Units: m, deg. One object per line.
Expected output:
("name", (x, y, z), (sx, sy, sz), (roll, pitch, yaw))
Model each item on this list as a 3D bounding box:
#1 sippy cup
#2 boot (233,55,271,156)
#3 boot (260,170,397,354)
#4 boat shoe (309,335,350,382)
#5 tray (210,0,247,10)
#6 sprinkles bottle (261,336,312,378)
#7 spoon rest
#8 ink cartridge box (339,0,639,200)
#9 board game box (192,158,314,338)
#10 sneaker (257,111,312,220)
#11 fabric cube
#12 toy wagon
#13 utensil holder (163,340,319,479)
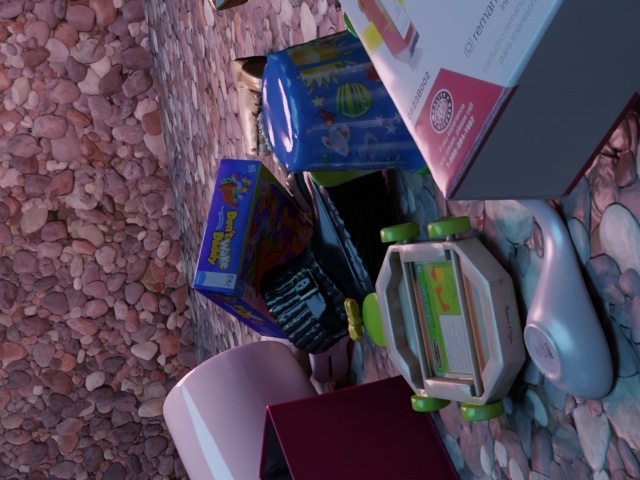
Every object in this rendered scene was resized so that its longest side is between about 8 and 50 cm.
("sippy cup", (0.042, -0.194, 1.404), (0.240, 0.224, 0.305), (-133, 36, -59))
("boot", (-0.118, -0.272, 2.086), (0.262, 0.095, 0.203), (-141, 43, -67))
("boot", (-0.003, 0.002, 1.666), (0.260, 0.131, 0.347), (-28, 75, 48))
("boat shoe", (0.007, 0.167, 1.963), (0.302, 0.109, 0.094), (95, 159, -50))
("tray", (-0.055, -0.505, 1.363), (0.411, 0.076, 0.202), (-28, 92, 44))
("sprinkles bottle", (-0.073, 0.159, 2.181), (0.121, 0.121, 0.355), (-121, 26, -48))
("spoon rest", (0.261, 0.054, 1.147), (0.276, 0.084, 0.137), (65, 165, -3))
("ink cartridge box", (0.163, -0.269, 0.997), (0.279, 0.160, 0.384), (114, 144, -44))
("board game box", (-0.106, 0.026, 1.817), (0.347, 0.078, 0.233), (47, -129, -65))
("sneaker", (-0.015, -0.131, 1.831), (0.275, 0.110, 0.107), (62, -172, -5))
("fabric cube", (0.059, 0.415, 1.695), (0.259, 0.258, 0.254), (99, 153, -49))
("toy wagon", (0.149, 0.106, 1.413), (0.344, 0.068, 0.267), (-5, 96, 61))
("utensil holder", (-0.105, 0.443, 2.022), (0.385, 0.328, 0.327), (57, 154, 30))
